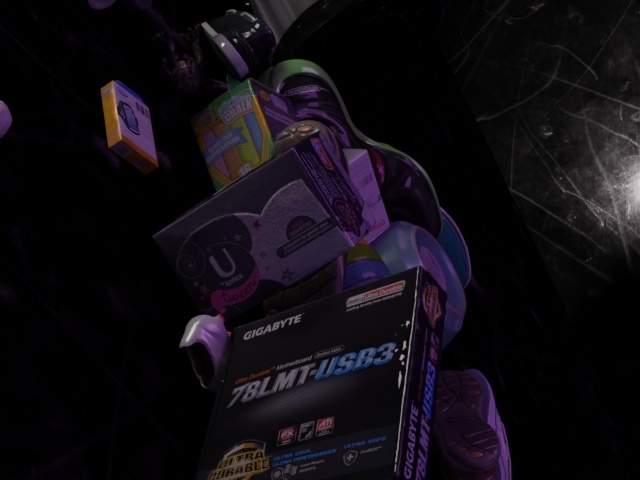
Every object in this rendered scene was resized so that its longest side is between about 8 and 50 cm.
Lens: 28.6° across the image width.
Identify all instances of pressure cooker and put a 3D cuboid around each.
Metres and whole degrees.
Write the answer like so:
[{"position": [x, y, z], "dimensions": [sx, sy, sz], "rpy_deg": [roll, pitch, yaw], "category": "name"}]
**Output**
[{"position": [0.003, -0.538, 2.446], "dimensions": [0.375, 0.370, 0.420], "rpy_deg": [-11, 66, -39], "category": "pressure cooker"}]

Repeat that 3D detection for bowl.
[{"position": [0.148, 0.090, 2.252], "dimensions": [0.311, 0.163, 0.311], "rpy_deg": [49, 23, -30], "category": "bowl"}]

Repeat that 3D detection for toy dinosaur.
[{"position": [-0.215, -0.294, 2.076], "dimensions": [0.118, 0.064, 0.268], "rpy_deg": [64, 15, 2], "category": "toy dinosaur"}]

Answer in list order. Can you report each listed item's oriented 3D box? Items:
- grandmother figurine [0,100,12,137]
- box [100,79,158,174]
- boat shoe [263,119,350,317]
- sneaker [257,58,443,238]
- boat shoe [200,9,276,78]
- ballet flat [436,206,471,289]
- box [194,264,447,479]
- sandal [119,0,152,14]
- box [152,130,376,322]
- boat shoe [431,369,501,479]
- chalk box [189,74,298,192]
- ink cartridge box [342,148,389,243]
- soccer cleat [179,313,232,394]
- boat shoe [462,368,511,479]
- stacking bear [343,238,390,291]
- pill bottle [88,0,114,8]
[{"position": [-0.453, -0.253, 1.386], "dimensions": [0.342, 0.104, 0.208], "rpy_deg": [58, 28, 3], "category": "grandmother figurine"}, {"position": [-0.274, -0.167, 1.794], "dimensions": [0.081, 0.028, 0.136], "rpy_deg": [38, 27, -45], "category": "box"}, {"position": [0.000, 0.000, 1.899], "dimensions": [0.130, 0.132, 0.355], "rpy_deg": [3, 92, -63], "category": "boat shoe"}, {"position": [0.042, -0.120, 2.325], "dimensions": [0.483, 0.185, 0.202], "rpy_deg": [40, 40, -29], "category": "sneaker"}, {"position": [-0.135, -0.342, 2.153], "dimensions": [0.114, 0.091, 0.302], "rpy_deg": [55, -1, -22], "category": "boat shoe"}, {"position": [0.177, -0.052, 2.594], "dimensions": [0.400, 0.139, 0.139], "rpy_deg": [49, 23, -25], "category": "ballet flat"}, {"position": [-0.001, 0.194, 1.467], "dimensions": [0.073, 0.295, 0.293], "rpy_deg": [46, 39, -35], "category": "box"}, {"position": [-0.356, -0.478, 2.011], "dimensions": [0.254, 0.054, 0.097], "rpy_deg": [66, 26, -12], "category": "sandal"}, {"position": [-0.076, -0.013, 1.730], "dimensions": [0.163, 0.247, 0.142], "rpy_deg": [58, 22, -5], "category": "box"}, {"position": [0.238, 0.340, 2.222], "dimensions": [0.324, 0.123, 0.116], "rpy_deg": [-95, -177, -66], "category": "boat shoe"}, {"position": [-0.113, -0.166, 2.028], "dimensions": [0.132, 0.132, 0.213], "rpy_deg": [22, 41, -57], "category": "chalk box"}, {"position": [0.047, -0.067, 2.165], "dimensions": [0.109, 0.063, 0.150], "rpy_deg": [-36, 119, -36], "category": "ink cartridge box"}, {"position": [-0.118, 0.184, 1.639], "dimensions": [0.196, 0.068, 0.076], "rpy_deg": [56, 42, -19], "category": "soccer cleat"}, {"position": [0.302, 0.369, 2.357], "dimensions": [0.084, 0.095, 0.258], "rpy_deg": [43, 36, -48], "category": "boat shoe"}, {"position": [0.023, 0.048, 2.039], "dimensions": [0.289, 0.175, 0.164], "rpy_deg": [60, 10, 29], "category": "stacking bear"}, {"position": [-0.345, -0.398, 1.920], "dimensions": [0.043, 0.043, 0.083], "rpy_deg": [18, 45, -61], "category": "pill bottle"}]
